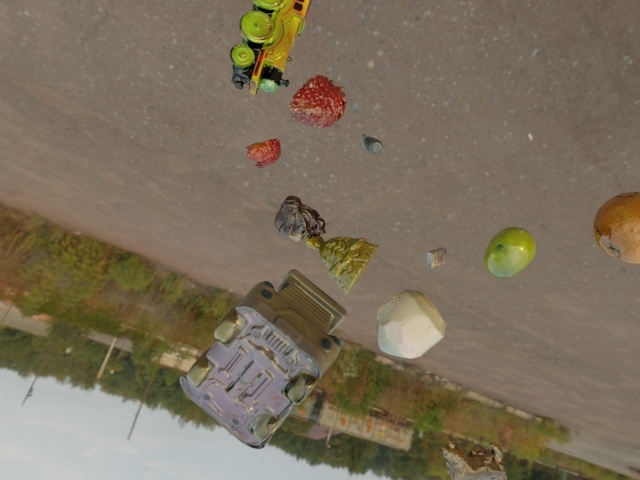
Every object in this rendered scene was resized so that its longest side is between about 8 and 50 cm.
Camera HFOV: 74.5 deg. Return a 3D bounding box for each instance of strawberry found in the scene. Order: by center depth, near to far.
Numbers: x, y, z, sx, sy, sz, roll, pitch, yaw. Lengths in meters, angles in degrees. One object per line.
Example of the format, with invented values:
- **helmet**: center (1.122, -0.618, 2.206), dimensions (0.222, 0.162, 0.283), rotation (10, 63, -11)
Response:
- **strawberry**: center (0.008, -0.369, 1.131), dimensions (0.085, 0.140, 0.192), rotation (19, -175, 34)
- **strawberry**: center (-0.178, -0.294, 1.446), dimensions (0.121, 0.082, 0.188), rotation (-15, 180, 13)

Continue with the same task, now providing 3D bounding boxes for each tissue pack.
- **tissue pack**: center (0.447, 0.066, 1.624), dimensions (0.083, 0.063, 0.035), rotation (-15, -159, -33)

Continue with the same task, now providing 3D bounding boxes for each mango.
- **mango**: center (0.685, 0.057, 1.544), dimensions (0.149, 0.185, 0.273), rotation (41, 167, 24)

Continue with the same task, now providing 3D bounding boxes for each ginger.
- **ginger**: center (0.542, 0.770, 1.444), dimensions (0.333, 0.166, 0.080), rotation (20, 180, -20)

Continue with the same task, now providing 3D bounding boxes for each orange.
- **orange**: center (1.041, -0.046, 1.385), dimensions (0.246, 0.246, 0.246), rotation (16, 161, 6)

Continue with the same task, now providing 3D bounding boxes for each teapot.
- **teapot**: center (0.166, -0.320, 1.402), dimensions (0.063, 0.049, 0.083), rotation (11, -159, -24)

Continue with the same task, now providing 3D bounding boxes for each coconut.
- **coconut**: center (0.289, 0.288, 1.410), dimensions (0.224, 0.234, 0.224), rotation (59, -178, -4)

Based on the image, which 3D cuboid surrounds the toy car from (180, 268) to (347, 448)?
- **toy car**: center (-0.119, 0.254, 0.930), dimensions (0.242, 0.226, 0.336), rotation (38, 122, 5)

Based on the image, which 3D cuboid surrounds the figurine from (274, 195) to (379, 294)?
- **figurine**: center (-0.001, 0.003, 1.270), dimensions (0.315, 0.187, 0.168), rotation (34, 156, 11)

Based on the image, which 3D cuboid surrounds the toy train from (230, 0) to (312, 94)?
- **toy train**: center (-0.128, -0.511, 1.068), dimensions (0.160, 0.296, 0.100), rotation (18, 174, -10)
